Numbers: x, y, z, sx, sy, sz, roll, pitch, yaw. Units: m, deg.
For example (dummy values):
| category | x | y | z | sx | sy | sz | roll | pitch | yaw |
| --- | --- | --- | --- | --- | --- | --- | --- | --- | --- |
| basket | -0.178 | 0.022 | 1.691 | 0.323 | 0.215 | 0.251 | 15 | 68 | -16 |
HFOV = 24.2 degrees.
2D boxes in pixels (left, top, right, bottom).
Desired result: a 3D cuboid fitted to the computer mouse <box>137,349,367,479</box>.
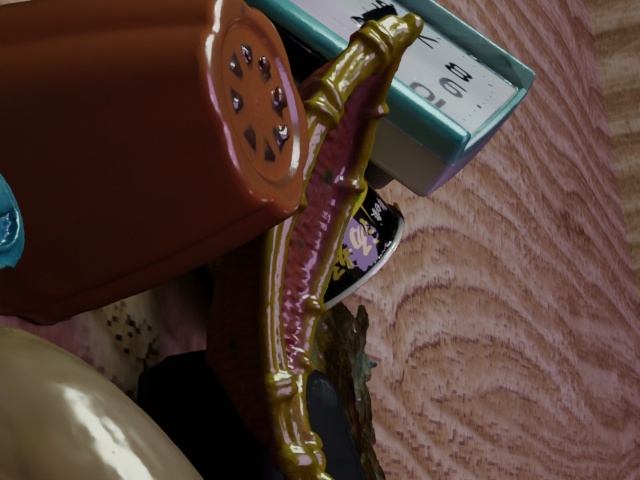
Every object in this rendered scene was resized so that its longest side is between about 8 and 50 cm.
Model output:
| category | x | y | z | sx | sy | sz | roll | pitch | yaw |
| --- | --- | --- | --- | --- | --- | --- | --- | --- | --- |
| computer mouse | -0.035 | 0.201 | 0.956 | 0.170 | 0.100 | 0.269 | 20 | 46 | -51 |

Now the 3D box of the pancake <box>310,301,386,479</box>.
| category | x | y | z | sx | sy | sz | roll | pitch | yaw |
| --- | --- | --- | --- | --- | --- | --- | --- | --- | --- |
| pancake | 0.021 | 0.242 | 1.172 | 0.305 | 0.066 | 0.427 | -2 | 79 | -76 |

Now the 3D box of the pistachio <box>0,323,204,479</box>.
| category | x | y | z | sx | sy | sz | roll | pitch | yaw |
| --- | --- | --- | --- | --- | --- | --- | --- | --- | --- |
| pistachio | -0.116 | 0.171 | 0.649 | 0.181 | 0.162 | 0.293 | -19 | 74 | -35 |

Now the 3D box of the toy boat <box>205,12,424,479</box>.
| category | x | y | z | sx | sy | sz | roll | pitch | yaw |
| --- | --- | --- | --- | --- | --- | --- | --- | --- | --- |
| toy boat | -0.007 | 0.001 | 0.932 | 0.141 | 0.099 | 0.318 | 63 | 37 | -69 |

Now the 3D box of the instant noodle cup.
| category | x | y | z | sx | sy | sz | roll | pitch | yaw |
| --- | --- | --- | --- | --- | --- | --- | --- | --- | --- |
| instant noodle cup | -0.032 | -0.022 | 1.059 | 0.122 | 0.151 | 0.151 | 56 | 29 | -24 |

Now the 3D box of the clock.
| category | x | y | z | sx | sy | sz | roll | pitch | yaw |
| --- | --- | --- | --- | --- | --- | --- | --- | --- | --- |
| clock | 0.016 | -0.140 | 1.168 | 0.262 | 0.116 | 0.231 | 35 | 27 | 7 |

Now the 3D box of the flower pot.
| category | x | y | z | sx | sy | sz | roll | pitch | yaw |
| --- | --- | --- | --- | --- | --- | --- | --- | --- | --- |
| flower pot | -0.108 | -0.058 | 0.840 | 0.190 | 0.173 | 0.191 | 43 | 40 | -52 |

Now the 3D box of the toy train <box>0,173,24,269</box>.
| category | x | y | z | sx | sy | sz | roll | pitch | yaw |
| --- | --- | --- | --- | --- | --- | --- | --- | --- | --- |
| toy train | -0.218 | -0.034 | 0.651 | 0.154 | 0.107 | 0.198 | 69 | 21 | -1 |
